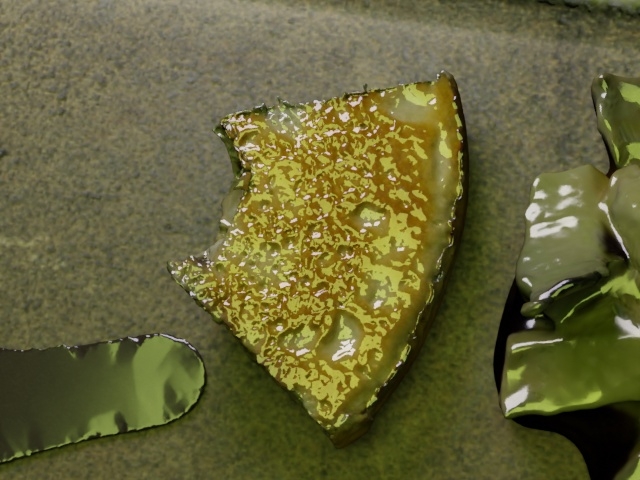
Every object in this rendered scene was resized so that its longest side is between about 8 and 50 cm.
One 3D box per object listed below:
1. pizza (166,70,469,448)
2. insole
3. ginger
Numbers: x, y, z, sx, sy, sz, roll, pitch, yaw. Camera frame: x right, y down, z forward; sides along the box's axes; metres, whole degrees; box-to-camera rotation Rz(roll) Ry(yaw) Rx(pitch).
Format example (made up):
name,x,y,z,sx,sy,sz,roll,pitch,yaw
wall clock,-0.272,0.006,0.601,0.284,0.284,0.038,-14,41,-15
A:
name,x,y,z,sx,sy,sz,roll,pitch,yaw
pizza,0.000,0.000,1.571,0.223,0.089,0.323,16,76,7
insole,-0.256,0.134,1.617,0.328,0.007,0.111,-8,75,7
ginger,0.298,0.010,1.461,0.358,0.211,0.413,38,84,18
